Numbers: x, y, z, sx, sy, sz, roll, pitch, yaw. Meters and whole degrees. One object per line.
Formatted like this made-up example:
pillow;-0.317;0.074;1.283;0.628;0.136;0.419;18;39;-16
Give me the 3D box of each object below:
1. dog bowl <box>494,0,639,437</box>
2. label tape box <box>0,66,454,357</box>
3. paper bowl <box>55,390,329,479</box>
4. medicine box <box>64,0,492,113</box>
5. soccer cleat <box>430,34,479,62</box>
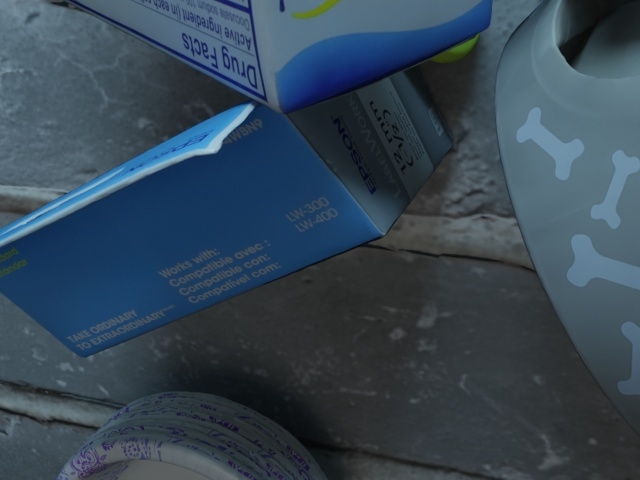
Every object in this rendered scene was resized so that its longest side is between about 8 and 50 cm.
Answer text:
dog bowl;0.233;-0.019;0.453;0.102;0.349;0.348;-29;99;40
label tape box;-0.069;-0.022;0.542;0.249;0.347;0.115;-23;103;26
paper bowl;-0.113;0.280;0.796;0.285;0.148;0.284;7;113;17
medicine box;-0.054;-0.249;0.395;0.263;0.149;0.289;34;141;42
soccer cleat;0.013;-0.249;0.584;0.289;0.093;0.121;51;149;-10
